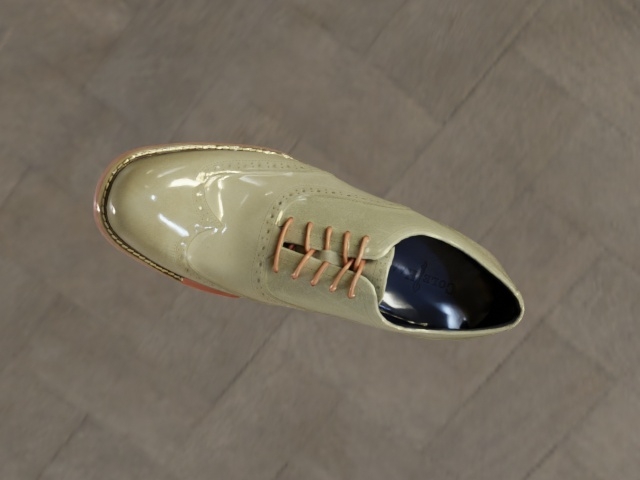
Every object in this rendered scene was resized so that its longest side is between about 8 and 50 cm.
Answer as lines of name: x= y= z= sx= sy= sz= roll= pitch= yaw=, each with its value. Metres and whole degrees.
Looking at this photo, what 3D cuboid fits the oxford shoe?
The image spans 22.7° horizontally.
oxford shoe: x=0.000 y=0.000 z=1.410 sx=0.397 sy=0.146 sz=0.140 roll=12 pitch=92 yaw=-20
